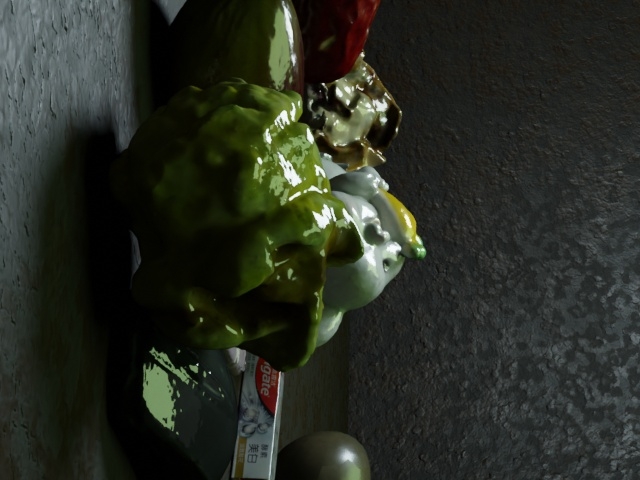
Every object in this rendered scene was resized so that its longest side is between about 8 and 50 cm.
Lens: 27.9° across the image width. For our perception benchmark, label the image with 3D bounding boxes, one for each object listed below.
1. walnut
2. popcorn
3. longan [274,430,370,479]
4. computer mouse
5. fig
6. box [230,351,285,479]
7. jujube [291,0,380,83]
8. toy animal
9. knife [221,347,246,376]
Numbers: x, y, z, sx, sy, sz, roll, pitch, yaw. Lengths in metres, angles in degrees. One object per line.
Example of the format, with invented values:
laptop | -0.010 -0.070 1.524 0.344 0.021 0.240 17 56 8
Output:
walnut | 0.021 -0.217 2.123 0.141 0.204 0.238 15 -81 63
popcorn | -0.071 -0.023 1.090 0.256 0.195 0.255 77 -1 -53
longan | -0.001 0.374 1.961 0.189 0.189 0.189 0 90 -84
computer mouse | -0.123 0.152 1.177 0.269 0.086 0.137 80 11 -54
fig | -0.077 -0.199 1.248 0.274 0.145 0.170 105 -7 -45
box | -0.081 0.235 1.722 0.039 0.055 0.218 86 8 -49
jujube | 0.004 -0.386 1.818 0.223 0.223 0.318 -75 177 -69
toy animal | 0.004 -0.005 1.778 0.310 0.247 0.183 -106 171 -48
knife | -0.120 0.078 1.430 0.398 0.038 0.132 77 16 -70
